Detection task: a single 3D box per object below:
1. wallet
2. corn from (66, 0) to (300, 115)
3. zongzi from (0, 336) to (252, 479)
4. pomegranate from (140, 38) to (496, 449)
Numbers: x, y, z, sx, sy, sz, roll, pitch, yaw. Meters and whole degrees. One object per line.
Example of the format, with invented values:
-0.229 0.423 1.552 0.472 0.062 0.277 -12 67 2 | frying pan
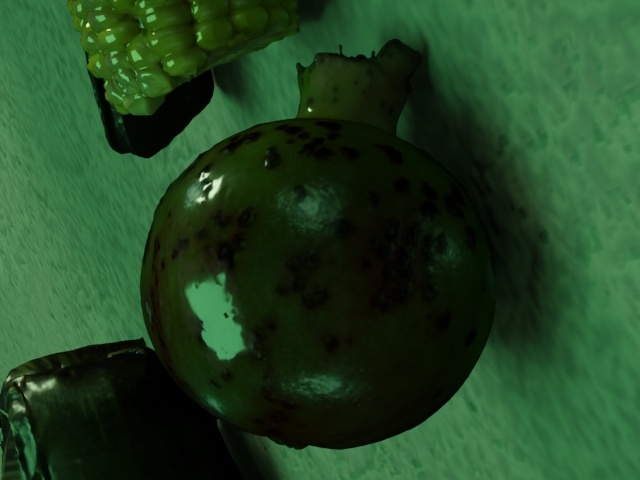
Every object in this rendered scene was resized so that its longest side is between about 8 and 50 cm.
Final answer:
-0.079 -0.114 0.769 0.018 0.082 0.157 4 122 24 | wallet
-0.077 -0.170 0.662 0.093 0.093 0.244 14 125 67 | corn
-0.104 0.208 1.092 0.317 0.154 0.289 144 111 -77 | zongzi
-0.004 0.007 0.616 0.130 0.130 0.130 54 157 36 | pomegranate
